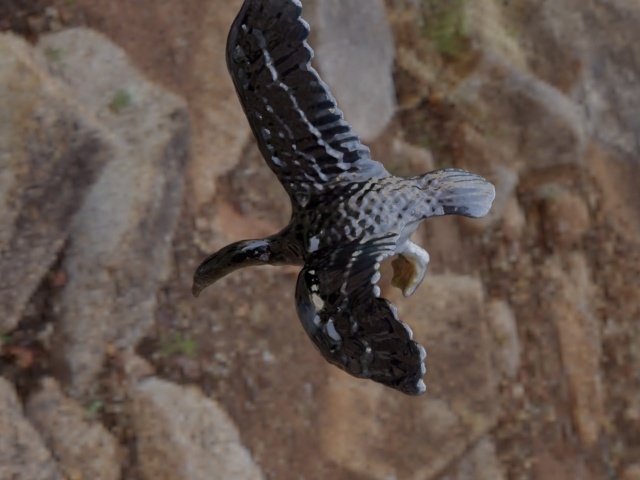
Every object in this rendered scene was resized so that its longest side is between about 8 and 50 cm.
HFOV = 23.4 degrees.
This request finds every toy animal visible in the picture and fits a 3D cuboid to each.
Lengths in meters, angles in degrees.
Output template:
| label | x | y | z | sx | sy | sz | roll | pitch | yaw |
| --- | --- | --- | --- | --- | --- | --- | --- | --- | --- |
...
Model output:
| label | x | y | z | sx | sy | sz | roll | pitch | yaw |
| --- | --- | --- | --- | --- | --- | --- | --- | --- | --- |
| toy animal | 0.008 | 0.004 | 1.006 | 0.160 | 0.197 | 0.272 | 6 | 56 | -39 |
